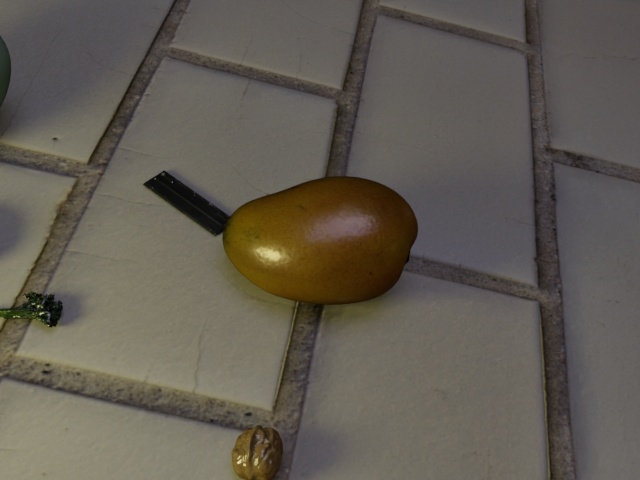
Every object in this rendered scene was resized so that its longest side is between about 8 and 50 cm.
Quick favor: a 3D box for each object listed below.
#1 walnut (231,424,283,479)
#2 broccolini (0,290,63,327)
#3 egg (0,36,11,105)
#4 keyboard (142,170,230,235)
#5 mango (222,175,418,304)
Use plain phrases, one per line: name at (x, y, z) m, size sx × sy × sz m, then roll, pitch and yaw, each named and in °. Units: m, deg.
walnut at (-0.102, 0.346, 1.402) m, size 0.079 × 0.082 × 0.096 m, roll -4°, pitch 42°, yaw 20°
broccolini at (-0.579, 0.117, 1.503) m, size 0.255 × 0.057 × 0.071 m, roll 3°, pitch 4°, yaw -17°
egg at (-0.779, -0.305, 1.692) m, size 0.276 × 0.276 × 0.389 m, roll 28°, pitch 49°, yaw 12°
keyboard at (-0.274, -0.080, 1.809) m, size 0.202 × 0.011 × 0.067 m, roll 34°, pitch 49°, yaw 17°
mango at (0.000, 0.000, 1.673) m, size 0.378 × 0.221 × 0.263 m, roll 0°, pitch 51°, yaw -2°
